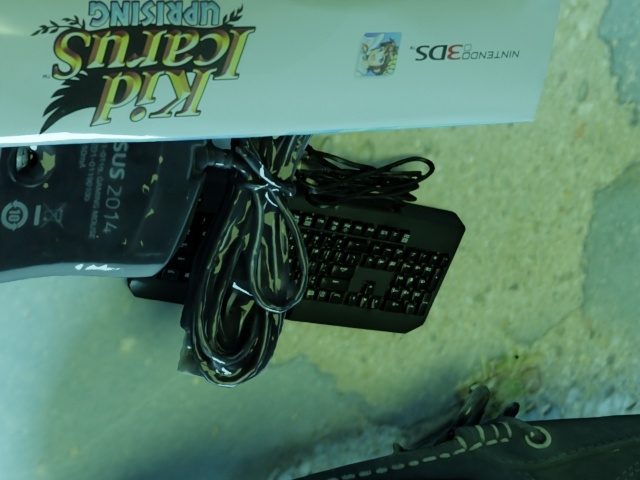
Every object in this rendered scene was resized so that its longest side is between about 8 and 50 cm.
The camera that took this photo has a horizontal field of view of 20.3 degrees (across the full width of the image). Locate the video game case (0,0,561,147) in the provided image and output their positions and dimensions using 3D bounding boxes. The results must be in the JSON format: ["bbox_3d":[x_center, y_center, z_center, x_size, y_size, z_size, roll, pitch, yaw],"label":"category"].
[{"bbox_3d":[-0.091,-0.107,0.649,0.244,0.269,0.061,-6,117,-31],"label":"video game case"}]

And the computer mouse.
[{"bbox_3d":[-0.122,-0.034,0.792,0.272,0.072,0.188,6,102,-39],"label":"computer mouse"}]

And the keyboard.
[{"bbox_3d":[0.000,0.000,0.914,0.192,0.038,0.100,8,107,-38],"label":"keyboard"}]

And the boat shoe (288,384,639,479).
[{"bbox_3d":[0.096,0.184,1.001,0.500,0.156,0.187,-1,118,-21],"label":"boat shoe"}]
